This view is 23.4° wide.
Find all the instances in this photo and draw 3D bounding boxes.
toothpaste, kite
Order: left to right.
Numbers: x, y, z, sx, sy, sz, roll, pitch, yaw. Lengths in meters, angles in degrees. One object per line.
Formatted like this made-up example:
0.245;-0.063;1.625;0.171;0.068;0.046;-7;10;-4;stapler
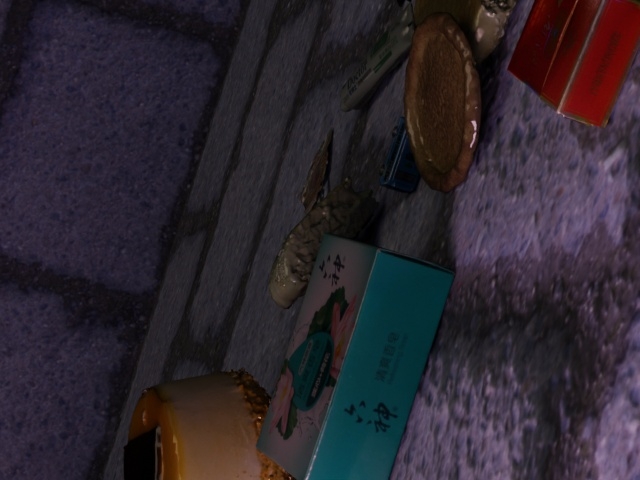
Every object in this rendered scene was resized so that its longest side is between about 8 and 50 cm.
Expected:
-0.007;-0.065;2.224;0.229;0.016;0.127;-87;16;-58;kite
0.075;-0.230;2.038;0.218;0.041;0.064;131;142;-55;toothpaste

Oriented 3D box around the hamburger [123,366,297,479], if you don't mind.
-0.125;0.294;1.792;0.276;0.179;0.294;140;131;-61;hamburger

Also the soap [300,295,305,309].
0.017;0.120;1.740;0.121;0.063;0.183;128;156;-51;soap

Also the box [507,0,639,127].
0.217;-0.171;1.318;0.175;0.048;0.112;-114;44;-71;box

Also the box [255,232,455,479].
0.032;0.124;1.560;0.153;0.092;0.245;15;88;69;box

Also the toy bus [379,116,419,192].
0.097;-0.095;1.750;0.046;0.038;0.083;-141;69;-73;toy bus

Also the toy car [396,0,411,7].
0.138;-0.442;1.894;0.193;0.118;0.301;-99;30;-69;toy car

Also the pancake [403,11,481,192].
0.125;-0.144;1.615;0.199;0.021;0.199;176;90;-72;pancake

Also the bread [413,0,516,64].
0.165;-0.295;1.693;0.207;0.056;0.287;139;146;-63;bread

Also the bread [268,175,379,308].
0.000;0.000;1.859;0.172;0.064;0.232;-50;-2;11;bread
